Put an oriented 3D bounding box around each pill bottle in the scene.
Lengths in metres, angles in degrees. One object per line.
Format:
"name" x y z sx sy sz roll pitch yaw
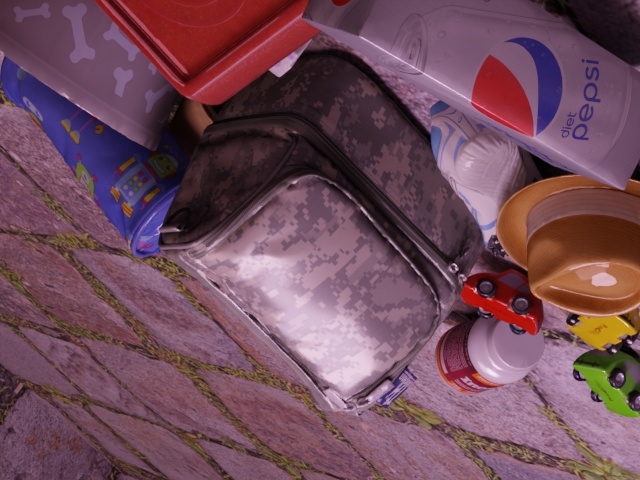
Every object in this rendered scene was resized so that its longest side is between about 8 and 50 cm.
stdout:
"pill bottle" 0.197 0.128 1.869 0.086 0.086 0.152 37 159 -7

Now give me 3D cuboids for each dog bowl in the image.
"dog bowl" -0.280 -0.232 1.627 0.349 0.102 0.349 36 -178 -1

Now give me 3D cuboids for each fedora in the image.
"fedora" 0.253 0.016 1.489 0.194 0.079 0.194 11 146 8

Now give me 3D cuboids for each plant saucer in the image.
"plant saucer" -0.112 -0.239 1.292 0.259 0.048 0.258 46 138 -13

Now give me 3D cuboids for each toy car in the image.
"toy car" 0.288 0.109 1.743 0.239 0.053 0.225 9 148 50

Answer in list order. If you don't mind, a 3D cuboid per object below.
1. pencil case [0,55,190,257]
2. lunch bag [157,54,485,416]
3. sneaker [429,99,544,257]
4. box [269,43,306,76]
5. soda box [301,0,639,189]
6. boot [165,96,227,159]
"pencil case" -0.244 -0.114 1.831 0.306 0.119 0.133 48 150 24
"lunch bag" 0.000 0.000 1.647 0.305 0.256 0.212 46 156 -29
"sneaker" 0.165 -0.061 1.543 0.086 0.085 0.237 62 -176 34
"box" -0.139 -0.268 1.390 0.324 0.067 0.063 36 159 -7
"soda box" 0.132 -0.141 1.243 0.286 0.091 0.098 26 -179 -32
"boot" -0.093 -0.071 1.869 0.236 0.089 0.269 38 157 -11
